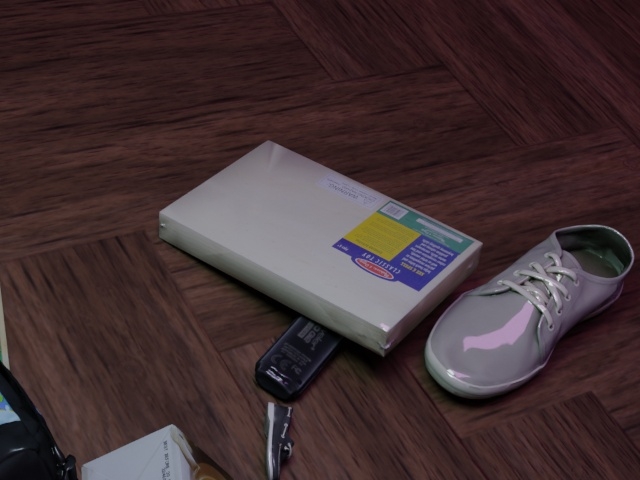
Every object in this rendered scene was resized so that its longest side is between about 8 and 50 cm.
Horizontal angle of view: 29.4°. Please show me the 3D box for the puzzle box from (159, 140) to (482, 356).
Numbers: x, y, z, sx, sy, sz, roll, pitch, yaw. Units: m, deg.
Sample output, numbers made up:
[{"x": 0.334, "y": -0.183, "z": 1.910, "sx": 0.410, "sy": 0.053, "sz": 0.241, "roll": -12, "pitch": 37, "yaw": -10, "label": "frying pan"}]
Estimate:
[{"x": 0.000, "y": 0.000, "z": 1.809, "sx": 0.408, "sy": 0.052, "sz": 0.272, "roll": 27, "pitch": 41, "yaw": 25, "label": "puzzle box"}]

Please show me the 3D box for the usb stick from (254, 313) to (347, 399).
[{"x": 0.003, "y": 0.125, "z": 1.737, "sx": 0.077, "sy": 0.045, "sz": 0.278, "roll": 36, "pitch": 44, "yaw": 8, "label": "usb stick"}]

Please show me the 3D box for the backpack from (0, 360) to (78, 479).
[{"x": -0.426, "y": 0.212, "z": 1.325, "sx": 0.273, "sy": 0.290, "sz": 0.356, "roll": -20, "pitch": 51, "yaw": -15, "label": "backpack"}]

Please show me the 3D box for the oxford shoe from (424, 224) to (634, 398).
[{"x": 0.319, "y": 0.090, "z": 1.827, "sx": 0.449, "sy": 0.130, "sz": 0.169, "roll": -28, "pitch": 61, "yaw": -37, "label": "oxford shoe"}]

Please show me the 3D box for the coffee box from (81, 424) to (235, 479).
[{"x": -0.117, "y": 0.347, "z": 1.273, "sx": 0.118, "sy": 0.297, "sz": 0.168, "roll": -25, "pitch": 45, "yaw": 12, "label": "coffee box"}]

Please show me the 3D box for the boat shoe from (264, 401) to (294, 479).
[{"x": -0.053, "y": 0.261, "z": 1.576, "sx": 0.038, "sy": 0.046, "sz": 0.125, "roll": 6, "pitch": 35, "yaw": -7, "label": "boat shoe"}]

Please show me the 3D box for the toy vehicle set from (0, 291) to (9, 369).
[{"x": -0.499, "y": 0.101, "z": 1.588, "sx": 0.165, "sy": 0.035, "sz": 0.267, "roll": -1, "pitch": 46, "yaw": -21, "label": "toy vehicle set"}]
